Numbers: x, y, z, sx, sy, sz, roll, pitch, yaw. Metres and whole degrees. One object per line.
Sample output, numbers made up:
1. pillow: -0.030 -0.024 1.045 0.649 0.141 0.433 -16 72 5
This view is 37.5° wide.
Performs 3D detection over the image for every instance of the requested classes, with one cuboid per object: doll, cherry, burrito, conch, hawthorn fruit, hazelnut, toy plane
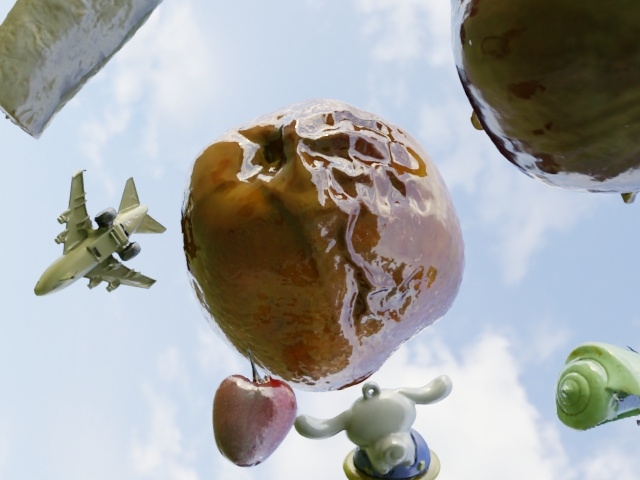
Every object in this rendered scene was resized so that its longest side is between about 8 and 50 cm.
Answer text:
1. doll: 0.102 0.396 1.801 0.159 0.311 0.242 -108 -158 -52
2. cherry: -0.089 0.218 1.174 0.106 0.126 0.087 30 -22 8
3. burrito: -0.292 -0.266 1.131 0.105 0.143 0.299 37 -93 33
4. conch: 0.466 0.229 1.402 0.143 0.251 0.137 120 -22 -56
5. hawthorn fruit: 0.000 0.000 1.480 0.472 0.472 0.471 13 -73 50
6. hazelnut: 0.184 -0.135 0.625 0.181 0.181 0.212 -13 -66 33
7. toy plane: -0.377 0.010 1.589 0.104 0.256 0.241 -8 -60 42

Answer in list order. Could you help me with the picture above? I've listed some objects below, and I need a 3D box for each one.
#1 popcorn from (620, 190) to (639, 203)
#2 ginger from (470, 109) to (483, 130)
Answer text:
1. popcorn: 0.236 -0.069 0.740 0.057 0.082 0.083 -134 -151 -70
2. ginger: 0.323 -0.384 1.522 0.122 0.363 0.348 20 -52 49
